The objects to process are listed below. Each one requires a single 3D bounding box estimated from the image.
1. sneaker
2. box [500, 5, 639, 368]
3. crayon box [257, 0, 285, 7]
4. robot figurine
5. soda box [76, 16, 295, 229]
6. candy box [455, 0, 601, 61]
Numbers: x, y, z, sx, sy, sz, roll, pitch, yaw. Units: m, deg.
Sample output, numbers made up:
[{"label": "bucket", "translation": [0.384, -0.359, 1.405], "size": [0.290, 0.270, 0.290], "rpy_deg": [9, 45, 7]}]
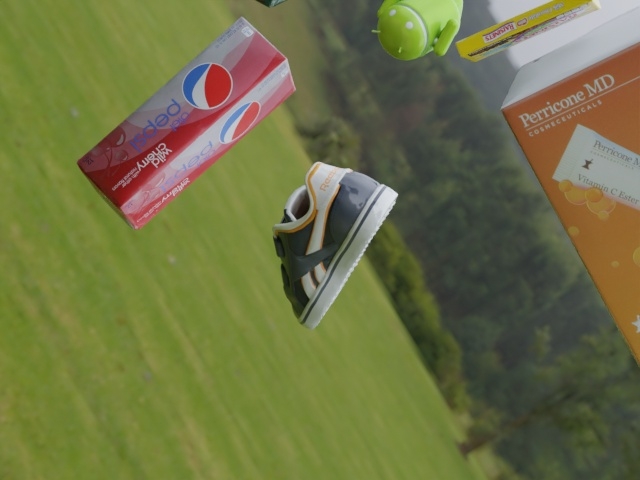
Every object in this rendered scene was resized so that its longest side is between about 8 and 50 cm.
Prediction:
[{"label": "sneaker", "translation": [0.000, 0.000, 2.019], "size": [0.127, 0.126, 0.321], "rpy_deg": [31, -37, 3]}, {"label": "box", "translation": [0.351, -0.045, 1.387], "size": [0.345, 0.215, 0.168], "rpy_deg": [59, 23, -11]}, {"label": "crayon box", "translation": [-0.126, -0.365, 1.365], "size": [0.363, 0.106, 0.313], "rpy_deg": [31, 23, 7]}, {"label": "robot figurine", "translation": [0.113, -0.247, 1.673], "size": [0.101, 0.115, 0.067], "rpy_deg": [39, -39, 27]}, {"label": "soda box", "translation": [-0.154, -0.135, 1.723], "size": [0.083, 0.263, 0.092], "rpy_deg": [44, -9, 17]}, {"label": "candy box", "translation": [0.305, -0.314, 2.146], "size": [0.027, 0.206, 0.105], "rpy_deg": [69, 18, 3]}]
